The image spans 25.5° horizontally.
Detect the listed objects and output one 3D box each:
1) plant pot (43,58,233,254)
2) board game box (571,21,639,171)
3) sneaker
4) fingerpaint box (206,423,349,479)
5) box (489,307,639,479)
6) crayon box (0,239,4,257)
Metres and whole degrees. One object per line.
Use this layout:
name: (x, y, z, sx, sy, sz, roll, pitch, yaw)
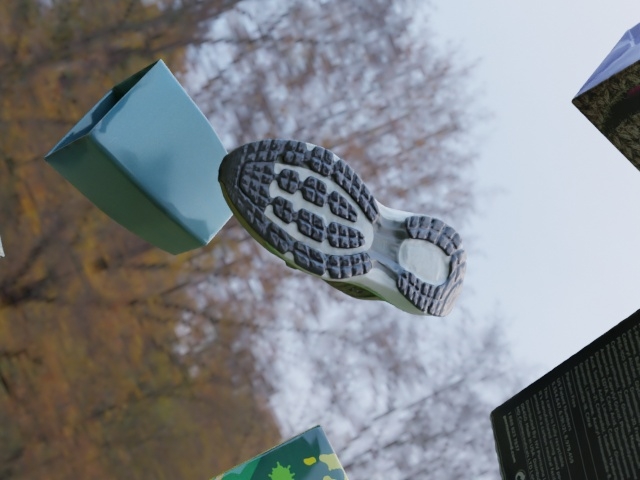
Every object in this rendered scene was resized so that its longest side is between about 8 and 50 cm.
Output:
plant pot: (-0.233, -0.100, 2.011, 0.234, 0.165, 0.165, 48, -30, -16)
board game box: (0.471, -0.134, 1.576, 0.291, 0.141, 0.232, 43, -25, -6)
sneaker: (0.000, 0.000, 1.833, 0.182, 0.158, 0.410, -5, -27, 46)
fingerpaint box: (-0.214, 0.429, 1.786, 0.445, 0.371, 0.163, -34, -100, 45)
box: (0.439, 0.222, 1.595, 0.395, 0.294, 0.212, -44, -138, 40)
crayon box: (-0.597, -0.137, 1.978, 0.363, 0.106, 0.313, 34, 40, -72)
